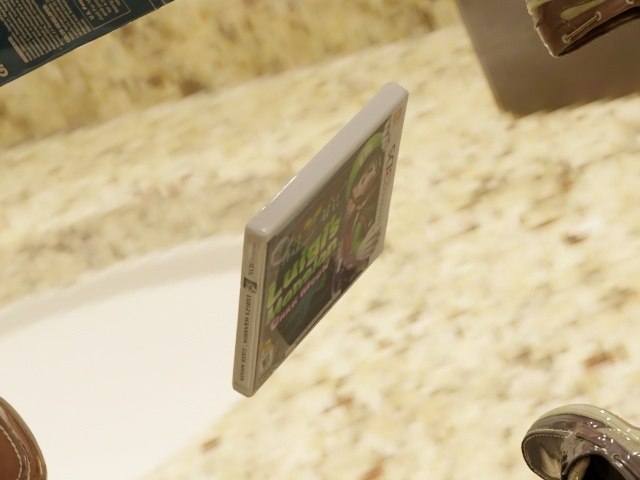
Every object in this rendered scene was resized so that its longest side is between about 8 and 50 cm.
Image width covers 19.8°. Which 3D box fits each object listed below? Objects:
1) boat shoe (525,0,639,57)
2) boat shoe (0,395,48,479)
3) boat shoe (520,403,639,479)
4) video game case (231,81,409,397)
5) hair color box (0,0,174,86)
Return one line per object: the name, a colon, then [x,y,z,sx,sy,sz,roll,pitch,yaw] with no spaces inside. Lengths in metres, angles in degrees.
boat shoe: [0.343,-0.254,1.881,0.257,0.095,0.095,-18,-10,18]
boat shoe: [-0.357,0.121,1.501,0.324,0.116,0.123,33,75,26]
boat shoe: [0.299,0.246,1.955,0.092,0.103,0.285,-27,21,-28]
video game case: [0.000,0.000,1.337,0.022,0.173,0.190,28,49,19]
hair color box: [-0.274,-0.247,1.779,0.347,0.105,0.174,-23,25,24]
